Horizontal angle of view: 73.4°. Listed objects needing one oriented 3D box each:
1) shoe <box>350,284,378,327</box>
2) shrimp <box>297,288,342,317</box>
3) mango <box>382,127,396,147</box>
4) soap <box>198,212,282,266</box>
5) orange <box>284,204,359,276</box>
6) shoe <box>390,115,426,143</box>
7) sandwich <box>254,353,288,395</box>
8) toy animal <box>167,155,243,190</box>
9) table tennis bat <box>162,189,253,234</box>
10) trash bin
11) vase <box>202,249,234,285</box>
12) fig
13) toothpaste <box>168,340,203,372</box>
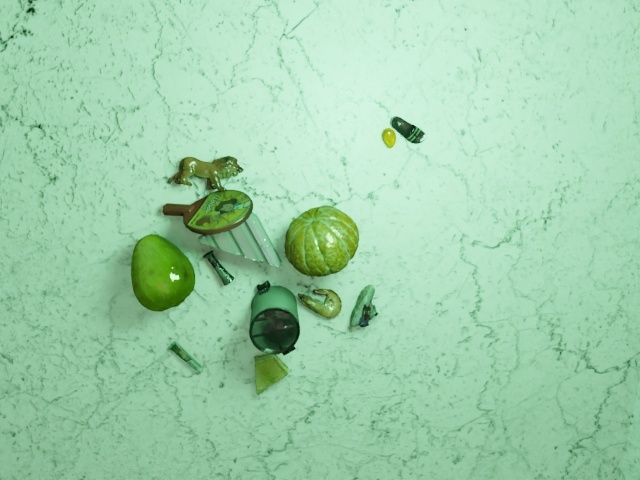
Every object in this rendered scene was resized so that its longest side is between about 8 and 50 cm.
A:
[{"bbox_3d":[0.227,0.325,2.039,0.125,0.099,0.227,23,106,-3],"label":"shoe"},{"bbox_3d":[-0.001,0.283,2.031,0.236,0.053,0.133,27,102,-15],"label":"shrimp"},{"bbox_3d":[0.302,-0.449,1.885,0.060,0.046,0.089,-14,118,-1],"label":"mango"},{"bbox_3d":[-0.345,0.036,1.874,0.258,0.159,0.302,-28,103,-3],"label":"soap"},{"bbox_3d":[0.000,0.000,1.819,0.329,0.329,0.249,-28,121,1],"label":"orange"},{"bbox_3d":[0.386,-0.482,1.881,0.179,0.049,0.071,30,100,-13],"label":"shoe"},{"bbox_3d":[-0.276,0.635,2.090,0.193,0.058,0.162,-37,103,5],"label":"sandwich"},{"bbox_3d":[-0.486,-0.295,1.821,0.312,0.097,0.157,9,93,-7],"label":"toy animal"},{"bbox_3d":[-0.473,-0.122,1.787,0.415,0.268,0.051,4,135,20],"label":"table tennis bat"},{"bbox_3d":[-0.205,0.346,1.915,0.217,0.262,0.277,-27,106,1],"label":"trash bin"},{"bbox_3d":[-0.459,0.123,1.937,0.059,0.059,0.167,-34,105,3],"label":"vase"},{"bbox_3d":[-0.675,0.131,1.819,0.258,0.258,0.326,-21,93,-1],"label":"fig"},{"bbox_3d":[-0.635,0.559,2.043,0.049,0.031,0.204,-42,103,3],"label":"toothpaste"}]
